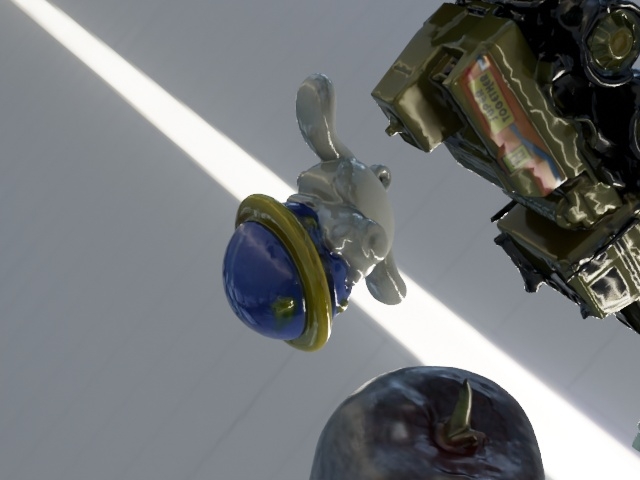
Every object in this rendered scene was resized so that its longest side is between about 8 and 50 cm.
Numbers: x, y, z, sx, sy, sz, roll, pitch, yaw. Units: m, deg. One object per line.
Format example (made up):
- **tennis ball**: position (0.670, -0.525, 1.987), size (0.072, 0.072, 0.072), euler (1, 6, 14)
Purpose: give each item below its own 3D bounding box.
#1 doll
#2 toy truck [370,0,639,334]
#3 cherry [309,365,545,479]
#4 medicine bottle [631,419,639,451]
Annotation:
- **doll**: position (-0.002, -0.020, 1.177), size (0.243, 0.310, 0.160), euler (-18, -158, -20)
- **toy truck**: position (0.150, -0.034, 0.611), size (0.127, 0.257, 0.127), euler (-46, -150, -2)
- **cherry**: position (0.093, 0.242, 0.983), size (0.255, 0.218, 0.296), euler (-95, -153, -54)
- **medicine bottle**: position (0.399, 0.211, 1.233), size (0.047, 0.047, 0.083), euler (31, -81, 58)
